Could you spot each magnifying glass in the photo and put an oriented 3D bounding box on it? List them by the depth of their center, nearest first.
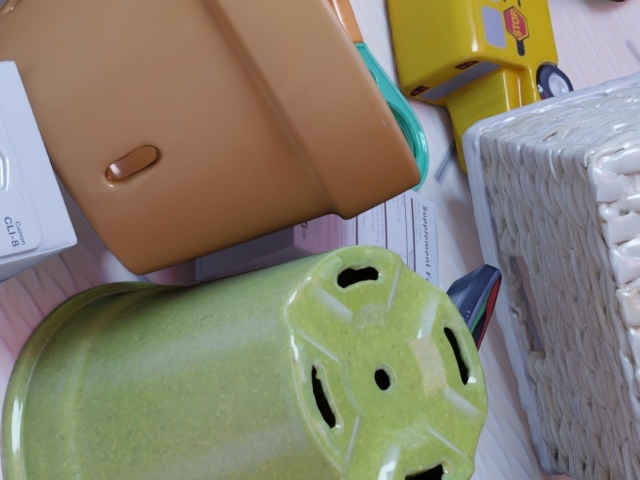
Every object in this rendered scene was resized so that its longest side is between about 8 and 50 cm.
[{"bbox_3d":[0.035,-0.148,1.658,0.092,0.026,0.231,-15,82,-47],"label":"magnifying glass"}]

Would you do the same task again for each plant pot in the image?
[{"bbox_3d":[-0.091,-0.112,1.284,0.291,0.203,0.291,59,1,-1],"label":"plant pot"},{"bbox_3d":[-0.033,0.124,1.298,0.276,0.254,0.276,21,58,-38],"label":"plant pot"}]

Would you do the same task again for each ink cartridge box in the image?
[{"bbox_3d":[-0.266,-0.020,1.189,0.127,0.176,0.128,-16,83,-47],"label":"ink cartridge box"}]

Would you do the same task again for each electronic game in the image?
[{"bbox_3d":[0.090,0.126,1.467,0.048,0.229,0.229,22,47,10],"label":"electronic game"}]

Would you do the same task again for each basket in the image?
[{"bbox_3d":[0.338,0.023,1.574,0.331,0.266,0.328,-17,100,-15],"label":"basket"}]

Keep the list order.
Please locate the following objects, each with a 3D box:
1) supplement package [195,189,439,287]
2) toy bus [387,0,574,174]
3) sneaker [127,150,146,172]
[{"bbox_3d":[0.000,0.000,1.483,0.179,0.105,0.105,28,52,-44],"label":"supplement package"},{"bbox_3d":[0.133,-0.231,1.730,0.130,0.108,0.333,9,66,-42],"label":"toy bus"},{"bbox_3d":[-0.106,-0.144,1.457,0.100,0.108,0.271,30,55,-36],"label":"sneaker"}]
